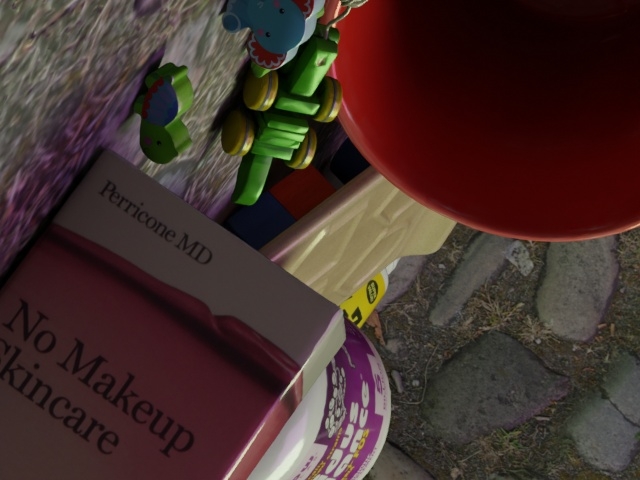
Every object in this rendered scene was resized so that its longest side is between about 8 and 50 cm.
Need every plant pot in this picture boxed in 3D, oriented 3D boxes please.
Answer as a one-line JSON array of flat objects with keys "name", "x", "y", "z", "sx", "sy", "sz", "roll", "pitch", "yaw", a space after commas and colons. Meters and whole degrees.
[{"name": "plant pot", "x": 0.163, "y": -0.174, "z": 1.008, "sx": 0.275, "sy": 0.275, "sz": 0.243, "roll": -61, "pitch": -177, "yaw": 44}]

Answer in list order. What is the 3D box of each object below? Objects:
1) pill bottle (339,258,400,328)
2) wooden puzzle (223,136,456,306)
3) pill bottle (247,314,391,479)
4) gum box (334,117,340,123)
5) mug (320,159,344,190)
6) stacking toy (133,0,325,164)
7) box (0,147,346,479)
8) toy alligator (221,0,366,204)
[{"name": "pill bottle", "x": 0.000, "y": 0.056, "z": 1.585, "sx": 0.208, "sy": 0.119, "sz": 0.119, "roll": -53, "pitch": 174, "yaw": -28}, {"name": "wooden puzzle", "x": 0.000, "y": 0.000, "z": 1.283, "sx": 0.348, "sy": 0.080, "sz": 0.322, "roll": -33, "pitch": 164, "yaw": -27}, {"name": "pill bottle", "x": -0.062, "y": 0.104, "z": 0.981, "sx": 0.169, "sy": 0.169, "sz": 0.301, "roll": -55, "pitch": 161, "yaw": 1}, {"name": "gum box", "x": 0.074, "y": -0.170, "z": 1.176, "sx": 0.188, "sy": 0.062, "sz": 0.107, "roll": -50, "pitch": 172, "yaw": -41}, {"name": "mug", "x": 0.013, "y": -0.051, "z": 1.465, "sx": 0.062, "sy": 0.078, "sz": 0.064, "roll": 15, "pitch": 103, "yaw": -50}, {"name": "stacking toy", "x": -0.005, "y": -0.145, "z": 0.730, "sx": 0.221, "sy": 0.052, "sz": 0.167, "roll": -58, "pitch": 173, "yaw": 32}, {"name": "box", "x": -0.110, "y": 0.095, "z": 0.738, "sx": 0.232, "sy": 0.148, "sz": 0.127, "roll": -55, "pitch": 174, "yaw": -8}, {"name": "toy alligator", "x": -0.017, "y": -0.104, "z": 0.895, "sx": 0.190, "sy": 0.056, "sz": 0.051, "roll": -61, "pitch": -146, "yaw": 34}]
